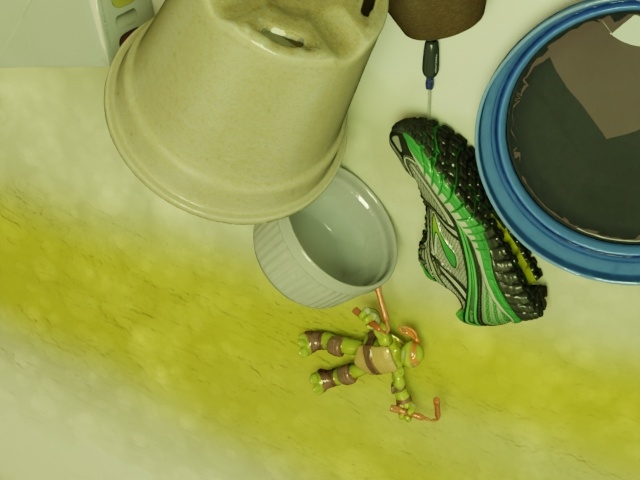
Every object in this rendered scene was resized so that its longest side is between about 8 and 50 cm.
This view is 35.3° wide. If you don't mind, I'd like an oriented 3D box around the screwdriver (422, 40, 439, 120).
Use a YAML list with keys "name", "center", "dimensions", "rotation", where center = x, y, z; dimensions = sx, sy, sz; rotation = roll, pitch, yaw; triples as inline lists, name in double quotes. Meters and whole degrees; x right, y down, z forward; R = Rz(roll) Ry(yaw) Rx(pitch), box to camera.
- name: "screwdriver"
  center: [0.150, -0.196, 1.395]
  dimensions: [0.024, 0.025, 0.169]
  rotation: [9, 118, 17]

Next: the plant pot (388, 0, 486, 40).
- name: "plant pot"
  center: [0.126, -0.370, 1.226]
  dimensions: [0.216, 0.215, 0.230]
  rotation: [-4, 127, 23]

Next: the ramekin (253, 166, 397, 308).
- name: "ramekin"
  center: [0.000, 0.000, 1.455]
  dimensions: [0.207, 0.207, 0.109]
  rotation: [48, 132, -7]

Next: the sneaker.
- name: "sneaker"
  center: [0.182, -0.014, 1.412]
  dimensions: [0.146, 0.134, 0.343]
  rotation: [-21, 107, 30]

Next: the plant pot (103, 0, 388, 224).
- name: "plant pot"
  center: [-0.075, -0.232, 1.222]
  dimensions: [0.334, 0.333, 0.305]
  rotation: [38, 150, 0]

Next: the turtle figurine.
- name: "turtle figurine"
  center: [0.075, 0.171, 1.577]
  dimensions: [0.217, 0.087, 0.269]
  rotation: [-7, 122, 33]

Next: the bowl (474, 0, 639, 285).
- name: "bowl"
  center: [0.399, -0.129, 1.301]
  dimensions: [0.391, 0.077, 0.391]
  rotation: [9, 118, 17]

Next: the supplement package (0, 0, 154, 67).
- name: "supplement package"
  center: [-0.372, -0.391, 1.427]
  dimensions: [0.204, 0.145, 0.261]
  rotation: [4, 117, 20]
